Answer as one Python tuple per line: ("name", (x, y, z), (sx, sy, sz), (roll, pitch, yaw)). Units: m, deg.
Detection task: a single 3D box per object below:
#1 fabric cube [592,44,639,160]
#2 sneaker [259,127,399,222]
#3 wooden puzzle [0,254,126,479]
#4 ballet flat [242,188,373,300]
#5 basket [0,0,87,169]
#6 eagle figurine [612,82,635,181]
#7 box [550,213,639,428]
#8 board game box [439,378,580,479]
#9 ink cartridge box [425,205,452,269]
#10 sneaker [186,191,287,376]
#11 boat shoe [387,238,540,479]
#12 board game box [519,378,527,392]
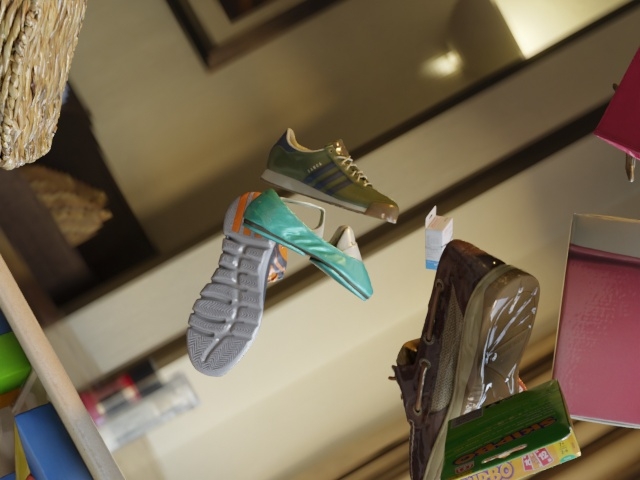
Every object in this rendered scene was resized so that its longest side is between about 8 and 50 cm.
("fabric cube", (0.641, -0.204, 2.112), (0.259, 0.258, 0.254), (22, 6, -38))
("sneaker", (0.020, -0.090, 1.769), (0.192, 0.086, 0.064), (19, 2, 13))
("wooden puzzle", (-0.339, 0.216, 1.465), (0.322, 0.080, 0.348), (57, -34, 17))
("ballet flat", (0.000, 0.000, 2.044), (0.247, 0.087, 0.083), (33, -2, -20))
("basket", (-0.409, -0.250, 1.553), (0.223, 0.299, 0.213), (18, 13, 2))
("eagle figurine", (0.669, -0.218, 2.406), (0.225, 0.298, 0.226), (-128, -135, -64))
("box", (0.339, 0.096, 1.563), (0.148, 0.127, 0.232), (38, 60, -77))
("board game box", (0.178, 0.188, 1.281), (0.259, 0.124, 0.039), (-14, 82, -81))
("ink cartridge box", (0.174, -0.003, 1.979), (0.048, 0.028, 0.083), (-49, 142, -55))
("sneaker", (-0.123, 0.083, 2.310), (0.125, 0.321, 0.180), (19, -4, 13))
("boat shoe", (0.144, 0.148, 1.507), (0.123, 0.123, 0.342), (36, -44, 32))
("board game box", (0.276, 0.268, 2.292), (0.145, 0.027, 0.281), (56, -22, 3))
